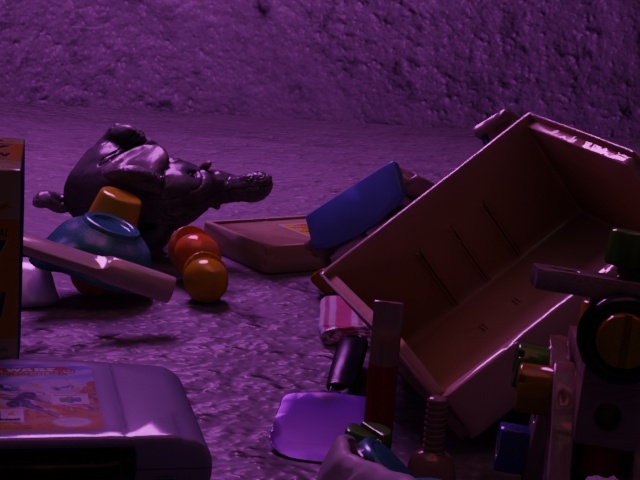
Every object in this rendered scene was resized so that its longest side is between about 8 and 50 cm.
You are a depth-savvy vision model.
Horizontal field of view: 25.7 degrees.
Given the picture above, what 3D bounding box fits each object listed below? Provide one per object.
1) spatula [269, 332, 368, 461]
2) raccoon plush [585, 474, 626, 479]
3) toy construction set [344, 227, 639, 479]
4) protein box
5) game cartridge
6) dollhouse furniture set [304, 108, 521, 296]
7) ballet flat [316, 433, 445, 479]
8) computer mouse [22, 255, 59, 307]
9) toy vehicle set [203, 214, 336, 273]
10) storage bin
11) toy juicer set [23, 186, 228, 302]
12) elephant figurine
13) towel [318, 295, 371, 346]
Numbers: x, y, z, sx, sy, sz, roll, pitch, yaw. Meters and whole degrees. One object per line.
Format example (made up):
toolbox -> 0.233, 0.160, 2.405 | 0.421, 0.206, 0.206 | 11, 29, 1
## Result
spatula -> 0.014, 0.133, 1.261 | 0.084, 0.030, 0.296 | 3, 12, 7
raccoon plush -> 0.170, 0.127, 0.599 | 0.216, 0.299, 0.446 | -3, 21, -17
toy construction set -> 0.162, 0.093, 0.998 | 0.308, 0.237, 0.257 | 10, 14, 30
protein box -> -0.343, 0.015, 1.291 | 0.135, 0.201, 0.200 | 1, 12, -11
game cartridge -> -0.244, 0.143, 1.086 | 0.297, 0.062, 0.198 | 1, 17, -14
dollhouse furniture set -> 0.181, 0.033, 1.655 | 0.303, 0.198, 0.286 | -30, -31, 28
ballet flat -> 0.023, 0.183, 0.744 | 0.139, 0.139, 0.400 | 4, -7, -1
computer mouse -> -0.344, 0.033, 1.590 | 0.106, 0.042, 0.193 | -1, 13, -28
toy vehicle set -> 0.000, 0.000, 1.867 | 0.266, 0.035, 0.166 | -4, 14, -32
storage bin -> 0.165, 0.026, 1.271 | 0.262, 0.123, 0.260 | -37, 18, -3
toy juicer set -> -0.214, 0.035, 1.566 | 0.209, 0.090, 0.329 | 24, 13, 5
elephant figurine -> -0.213, -0.061, 1.783 | 0.169, 0.186, 0.239 | 37, -9, -35
towel -> 0.095, 0.085, 1.515 | 0.197, 0.029, 0.144 | 3, 11, -2
